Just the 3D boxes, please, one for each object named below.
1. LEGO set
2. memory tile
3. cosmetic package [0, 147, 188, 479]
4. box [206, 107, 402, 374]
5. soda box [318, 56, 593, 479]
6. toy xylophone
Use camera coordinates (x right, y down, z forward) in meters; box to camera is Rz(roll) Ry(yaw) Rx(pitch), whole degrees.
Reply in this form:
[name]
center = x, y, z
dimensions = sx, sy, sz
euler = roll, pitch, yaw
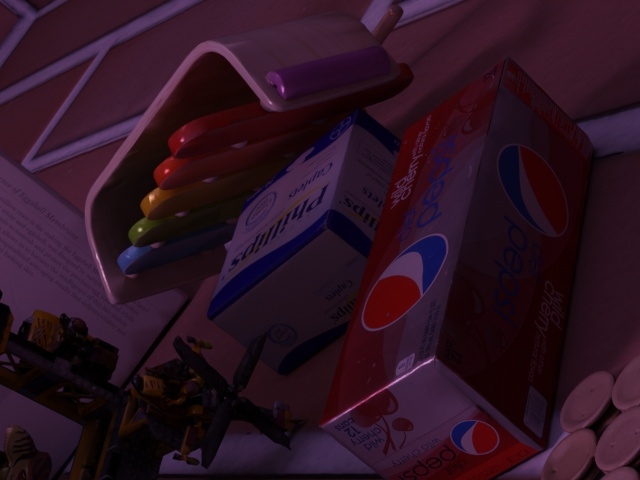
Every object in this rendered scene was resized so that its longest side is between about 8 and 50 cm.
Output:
[LEGO set]
center = -0.158, 0.153, 1.124
dimensions = 0.192, 0.255, 0.331
euler = -30, 31, 46
[memory tile]
center = 0.139, 0.107, 0.888
dimensions = 0.113, 0.012, 0.148
euler = -31, 27, 44
[cosmetic package]
center = -0.273, 0.062, 1.580
dimensions = 0.224, 0.224, 0.138
euler = -53, 19, -7
[box]
center = 0.000, 0.000, 1.314
dimensions = 0.126, 0.072, 0.137
euler = -38, 23, 33
[soda box]
center = 0.082, 0.019, 1.075
dimensions = 0.092, 0.083, 0.263
euler = -35, 23, 36
[toy xylophone]
center = -0.045, -0.074, 1.423
dimensions = 0.236, 0.081, 0.322
euler = -21, -16, -28
